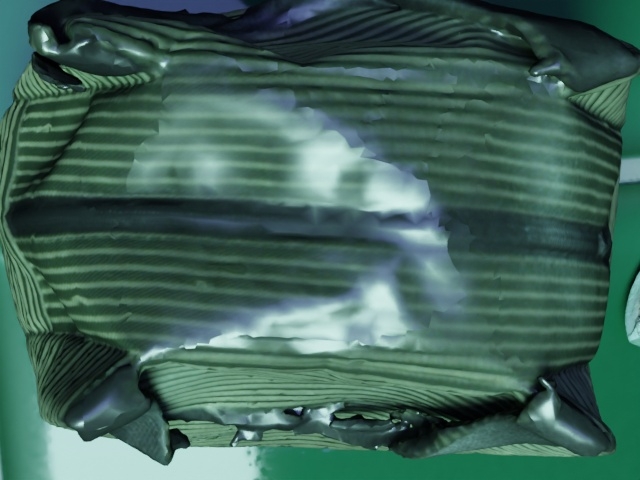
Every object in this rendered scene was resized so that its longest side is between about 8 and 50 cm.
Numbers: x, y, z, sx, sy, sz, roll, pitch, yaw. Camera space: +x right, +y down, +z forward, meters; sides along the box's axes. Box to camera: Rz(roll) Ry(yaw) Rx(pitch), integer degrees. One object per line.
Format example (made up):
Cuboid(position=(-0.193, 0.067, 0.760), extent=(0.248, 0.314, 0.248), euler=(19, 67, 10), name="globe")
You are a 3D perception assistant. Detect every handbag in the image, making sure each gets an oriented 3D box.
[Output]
Cuboid(position=(0.000, 0.000, 0.554), extent=(0.340, 0.240, 0.247), euler=(2, 92, -6), name="handbag")

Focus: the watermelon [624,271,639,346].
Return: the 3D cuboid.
Cuboid(position=(0.227, 0.040, 0.671), extent=(0.085, 0.061, 0.085), euler=(1, 88, -15), name="watermelon")
